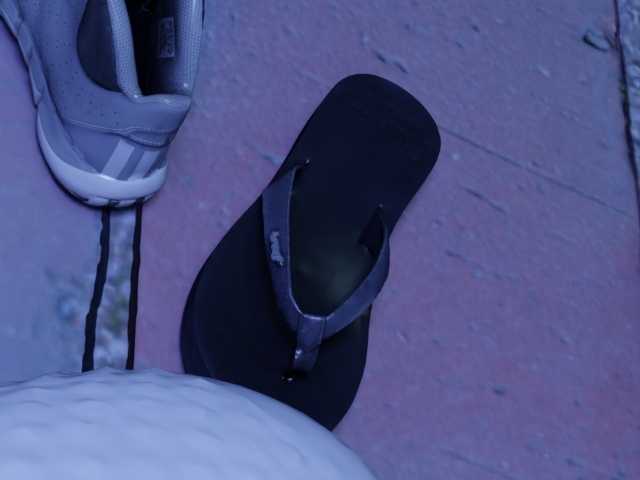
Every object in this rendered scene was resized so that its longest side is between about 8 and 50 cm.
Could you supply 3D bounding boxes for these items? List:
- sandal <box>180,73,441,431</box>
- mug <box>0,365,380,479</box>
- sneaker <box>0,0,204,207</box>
[{"bbox_3d":[-0.001,-0.001,0.952,0.097,0.054,0.254,29,51,-10],"label":"sandal"},{"bbox_3d":[-0.097,0.234,0.640,0.328,0.276,0.374,-31,109,-52],"label":"mug"},{"bbox_3d":[-0.113,-0.142,0.928,0.086,0.132,0.228,-13,69,-35],"label":"sneaker"}]
